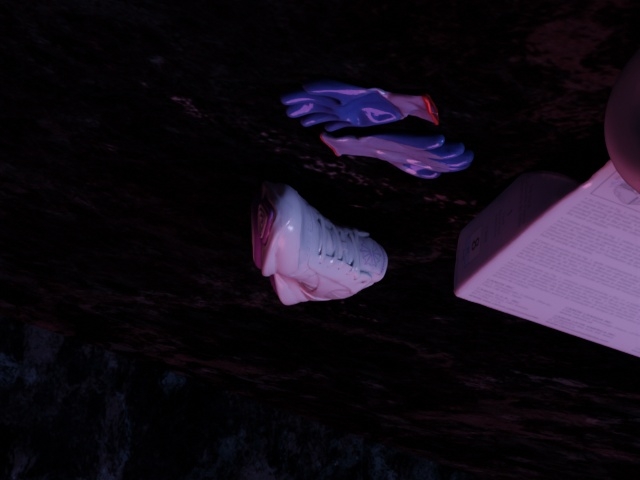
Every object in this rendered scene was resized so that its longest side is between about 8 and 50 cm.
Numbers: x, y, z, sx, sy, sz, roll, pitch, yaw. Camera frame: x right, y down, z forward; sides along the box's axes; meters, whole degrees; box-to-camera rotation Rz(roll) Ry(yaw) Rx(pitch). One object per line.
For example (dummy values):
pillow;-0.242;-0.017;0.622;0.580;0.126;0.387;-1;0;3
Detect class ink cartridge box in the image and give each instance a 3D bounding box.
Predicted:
ink cartridge box;0.353;-0.011;1.267;0.308;0.091;0.385;19;146;-15

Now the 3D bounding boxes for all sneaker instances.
sneaker;0.000;0.000;1.545;0.152;0.114;0.305;-2;166;7

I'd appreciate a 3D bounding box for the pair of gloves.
pair of gloves;0.058;-0.104;1.248;0.159;0.023;0.198;7;162;26

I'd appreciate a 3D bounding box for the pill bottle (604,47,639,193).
pill bottle;0.336;-0.051;0.965;0.146;0.146;0.264;-2;157;44
